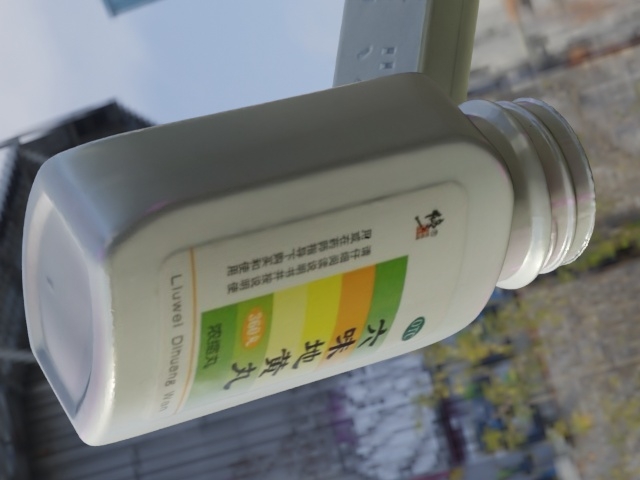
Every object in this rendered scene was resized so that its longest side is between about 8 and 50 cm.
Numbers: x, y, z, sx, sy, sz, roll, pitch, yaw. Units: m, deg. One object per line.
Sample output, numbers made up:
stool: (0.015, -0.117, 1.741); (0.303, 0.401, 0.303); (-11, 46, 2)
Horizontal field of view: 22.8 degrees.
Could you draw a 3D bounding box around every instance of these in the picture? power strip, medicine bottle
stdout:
power strip: (0.061, -0.134, 1.144); (0.058, 0.098, 0.338); (13, -98, -42)
medicine bottle: (0.000, 0.000, 0.913); (0.124, 0.324, 0.179); (50, 143, 37)
